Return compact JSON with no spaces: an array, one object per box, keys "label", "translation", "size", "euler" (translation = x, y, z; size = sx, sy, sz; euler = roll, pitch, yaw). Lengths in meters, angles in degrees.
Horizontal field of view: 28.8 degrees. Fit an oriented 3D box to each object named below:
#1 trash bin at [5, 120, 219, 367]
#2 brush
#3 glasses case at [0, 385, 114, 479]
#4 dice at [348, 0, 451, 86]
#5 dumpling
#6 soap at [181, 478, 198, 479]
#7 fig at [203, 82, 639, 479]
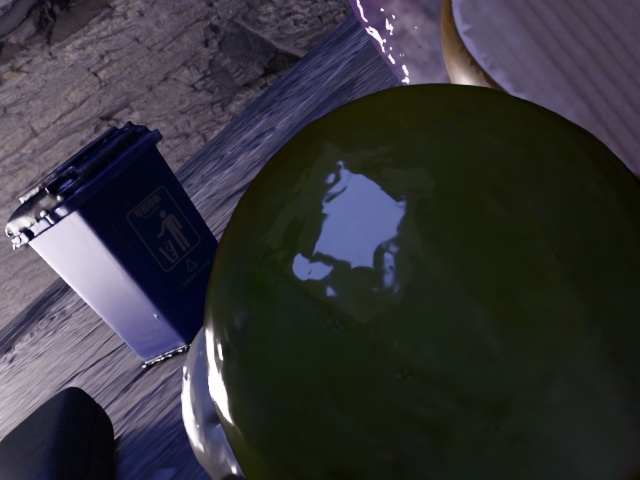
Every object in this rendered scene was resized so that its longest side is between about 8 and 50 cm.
[{"label":"trash bin","translation":[-0.211,0.010,1.368],"size":[0.184,0.234,0.162],"euler":[-26,16,48]},{"label":"brush","translation":[0.175,-0.057,0.646],"size":[0.174,0.166,0.267],"euler":[-25,53,1]},{"label":"glasses case","translation":[-0.248,0.219,1.076],"size":[0.131,0.074,0.323],"euler":[-38,12,0]},{"label":"dice","translation":[0.196,-0.248,0.993],"size":[0.271,0.270,0.270],"euler":[-47,15,-33]},{"label":"dumpling","translation":[-0.008,0.098,0.758],"size":[0.155,0.111,0.181],"euler":[-9,46,-18]},{"label":"soap","translation":[-0.122,0.205,0.815],"size":[0.140,0.045,0.089],"euler":[-32,10,35]},{"label":"fig","translation":[0.057,0.055,0.503],"size":[0.207,0.207,0.230],"euler":[-35,51,20]}]
